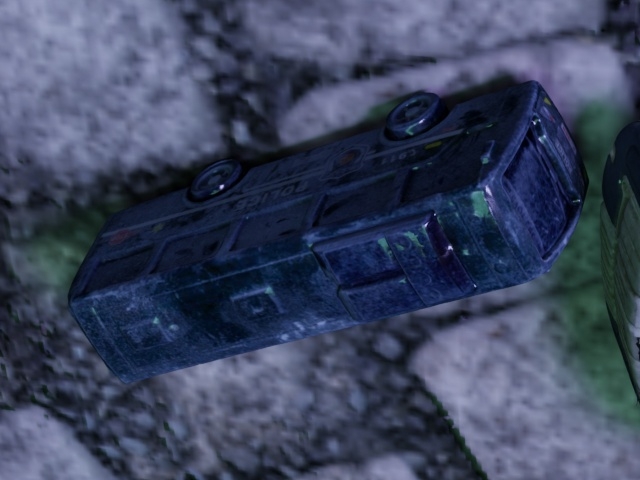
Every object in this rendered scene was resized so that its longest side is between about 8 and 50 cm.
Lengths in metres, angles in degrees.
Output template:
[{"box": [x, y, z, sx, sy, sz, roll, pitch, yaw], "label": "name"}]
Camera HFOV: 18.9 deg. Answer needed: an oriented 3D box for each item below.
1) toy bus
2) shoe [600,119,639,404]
[{"box": [0.000, 0.000, 0.606, 0.166, 0.065, 0.047, -16, 119, 29], "label": "toy bus"}, {"box": [0.125, 0.021, 0.591, 0.071, 0.064, 0.143, -8, 131, 1], "label": "shoe"}]
